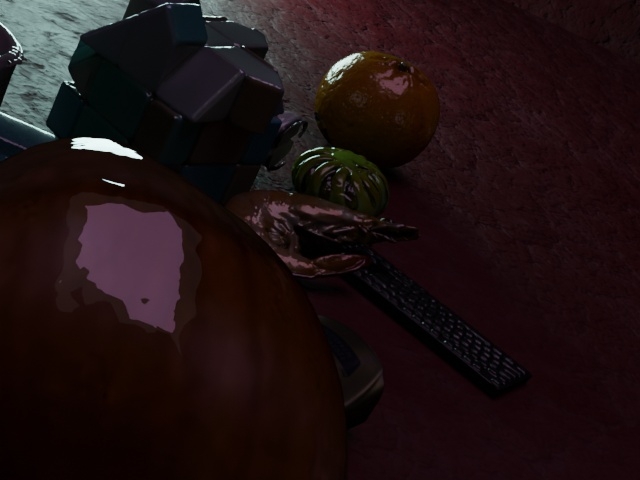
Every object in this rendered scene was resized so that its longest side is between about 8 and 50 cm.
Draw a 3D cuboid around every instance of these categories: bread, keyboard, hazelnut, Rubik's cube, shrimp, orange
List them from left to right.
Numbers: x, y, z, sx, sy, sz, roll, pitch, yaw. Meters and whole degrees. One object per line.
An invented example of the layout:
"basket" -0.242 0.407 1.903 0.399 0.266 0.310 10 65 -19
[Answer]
"hazelnut" -0.155 0.118 0.811 0.373 0.315 0.372 1 65 -2
"Rubik's cube" -0.161 -0.176 1.522 0.265 0.213 0.224 39 26 28
"shrimp" 0.001 -0.003 1.515 0.236 0.053 0.133 8 31 -16
"bread" 0.030 -0.071 1.703 0.130 0.071 0.139 36 24 29
"orange" 0.079 -0.184 1.895 0.178 0.155 0.177 32 11 -7
"keyboard" 0.102 0.072 1.550 0.310 0.018 0.101 39 25 23

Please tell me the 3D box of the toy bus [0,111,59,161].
"toy bus" -0.333 -0.054 1.166 0.256 0.147 0.128 23 25 -11

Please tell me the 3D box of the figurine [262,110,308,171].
"figurine" -0.135 -0.181 1.689 0.245 0.138 0.110 41 42 16

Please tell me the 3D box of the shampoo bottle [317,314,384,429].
"shampoo bottle" -0.084 0.132 1.134 0.125 0.084 0.350 42 27 26

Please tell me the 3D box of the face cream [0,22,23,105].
"face cream" -0.392 -0.150 1.291 0.177 0.153 0.177 25 24 -12
